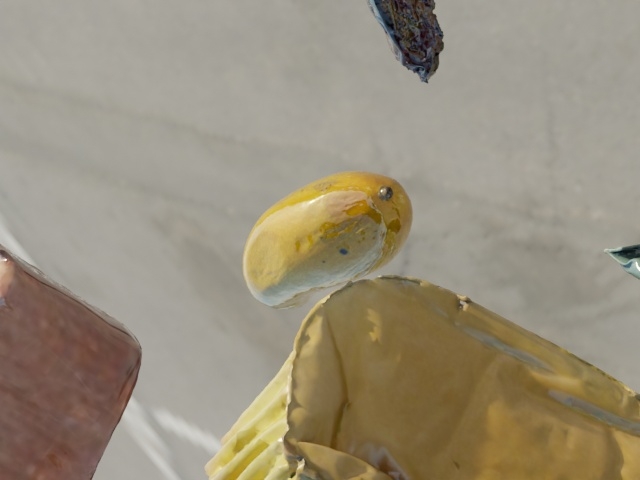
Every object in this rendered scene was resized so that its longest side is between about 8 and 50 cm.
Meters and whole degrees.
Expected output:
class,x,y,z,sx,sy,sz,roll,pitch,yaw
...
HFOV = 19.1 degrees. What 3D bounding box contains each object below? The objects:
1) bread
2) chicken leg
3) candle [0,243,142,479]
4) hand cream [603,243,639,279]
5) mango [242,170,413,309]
class,x,y,z,sx,sy,sz,roll,pitch,yaw
bread,0.077,0.162,1.109,0.288,0.204,0.156,22,139,-14
chicken leg,0.041,-0.167,1.219,0.145,0.037,0.062,63,169,-26
candle,-0.191,0.100,0.838,0.131,0.287,0.317,34,-148,-31
hand cream,0.240,0.070,0.881,0.248,0.052,0.075,48,-168,35
mango,0.000,0.000,1.472,0.098,0.075,0.190,25,145,-25
